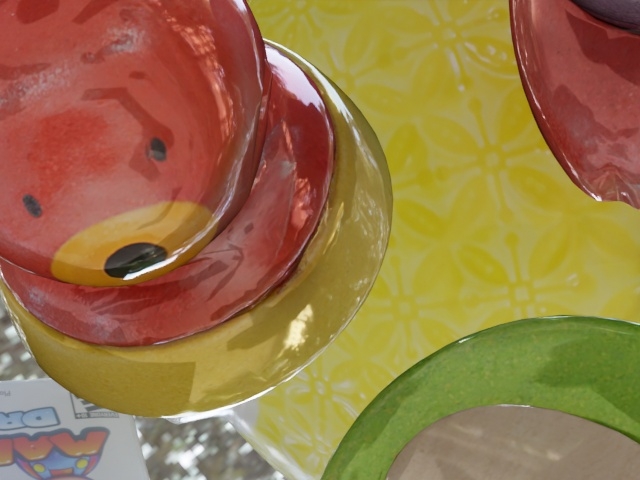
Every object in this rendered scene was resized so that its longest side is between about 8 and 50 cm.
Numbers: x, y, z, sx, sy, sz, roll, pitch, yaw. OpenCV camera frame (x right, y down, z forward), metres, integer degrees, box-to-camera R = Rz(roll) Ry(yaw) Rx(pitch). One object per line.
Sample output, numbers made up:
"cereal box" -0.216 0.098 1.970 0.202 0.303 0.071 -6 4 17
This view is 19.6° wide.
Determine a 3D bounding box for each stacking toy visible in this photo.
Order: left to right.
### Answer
"stacking toy" 0.061 -0.028 0.455 0.309 0.130 0.279 -33 -124 -1

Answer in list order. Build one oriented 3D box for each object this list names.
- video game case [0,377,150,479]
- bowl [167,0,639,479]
"video game case" -0.122 0.089 0.523 0.157 0.143 0.019 -2 -58 -15
"bowl" 0.000 0.000 0.747 0.156 0.289 0.289 -15 -76 -16
